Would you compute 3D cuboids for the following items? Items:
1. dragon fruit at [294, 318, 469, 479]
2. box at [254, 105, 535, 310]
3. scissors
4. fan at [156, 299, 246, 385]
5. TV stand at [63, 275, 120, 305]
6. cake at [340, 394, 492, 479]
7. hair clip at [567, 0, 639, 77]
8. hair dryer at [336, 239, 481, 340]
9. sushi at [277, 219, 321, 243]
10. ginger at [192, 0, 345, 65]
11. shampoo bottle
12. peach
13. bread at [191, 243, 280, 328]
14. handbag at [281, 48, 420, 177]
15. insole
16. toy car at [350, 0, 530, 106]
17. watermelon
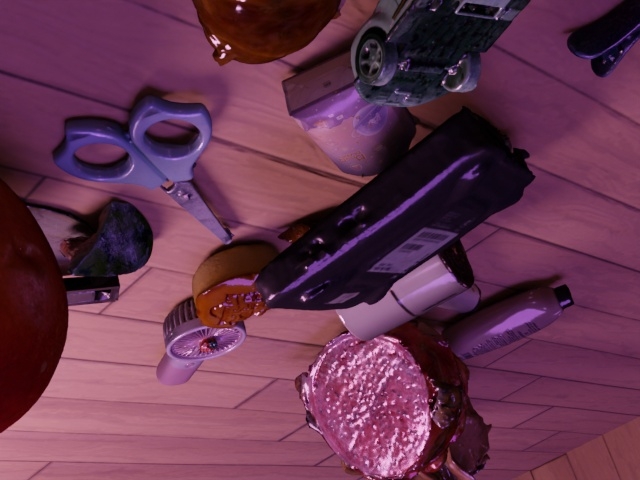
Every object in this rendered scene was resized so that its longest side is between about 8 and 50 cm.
[{"bbox_3d":[0.153,0.264,1.794,0.263,0.314,0.296,-7,130,-50],"label":"dragon fruit"},{"bbox_3d":[0.108,-0.022,1.274,0.350,0.091,0.359,-38,164,16],"label":"box"},{"bbox_3d":[-0.181,-0.072,1.227,0.191,0.029,0.360,-18,154,10],"label":"scissors"},{"bbox_3d":[-0.208,0.174,1.596,0.130,0.074,0.244,-1,148,-28],"label":"fan"},{"bbox_3d":[-0.405,0.066,1.323,0.256,0.049,0.040,-5,148,-21],"label":"TV stand"},{"bbox_3d":[0.202,0.451,2.059,0.332,0.321,0.332,-14,150,-8],"label":"cake"},{"bbox_3d":[0.424,-0.293,1.147,0.275,0.048,0.083,-34,143,27],"label":"hair clip"},{"bbox_3d":[0.185,0.080,1.621,0.203,0.128,0.362,-31,157,22],"label":"hair dryer"},{"bbox_3d":[0.000,0.000,1.429,0.120,0.052,0.055,5,129,-41],"label":"sushi"},{"bbox_3d":[-0.011,-0.301,0.760,0.254,0.176,0.418,-6,145,-9],"label":"ginger"},{"bbox_3d":[0.361,0.153,1.865,0.257,0.078,0.127,-25,146,18],"label":"shampoo bottle"},{"bbox_3d":[-0.455,0.072,1.006,0.335,0.310,0.406,-30,138,9],"label":"peach"},{"bbox_3d":[-0.125,0.066,1.437,0.156,0.086,0.125,-27,149,16],"label":"bread"},{"bbox_3d":[0.044,-0.144,1.152,0.117,0.095,0.173,-21,149,17],"label":"handbag"},{"bbox_3d":[-0.401,-0.028,1.199,0.119,0.009,0.348,-27,150,19],"label":"insole"},{"bbox_3d":[0.134,-0.257,0.966,0.136,0.125,0.306,-2,151,-33],"label":"toy car"},{"bbox_3d":[-0.266,-0.003,1.276,0.155,0.080,0.101,14,96,-48],"label":"watermelon"}]
